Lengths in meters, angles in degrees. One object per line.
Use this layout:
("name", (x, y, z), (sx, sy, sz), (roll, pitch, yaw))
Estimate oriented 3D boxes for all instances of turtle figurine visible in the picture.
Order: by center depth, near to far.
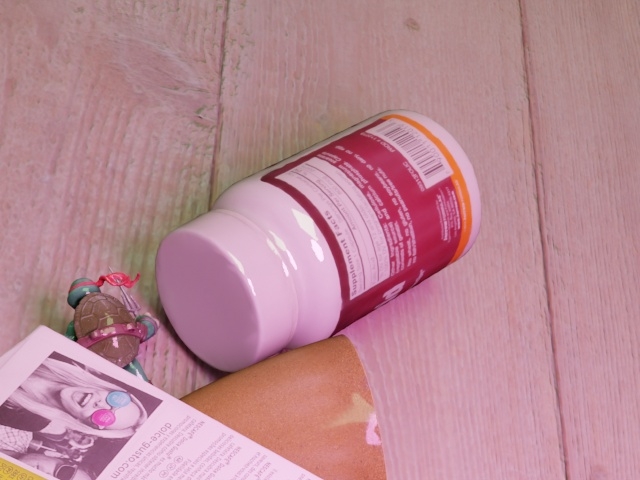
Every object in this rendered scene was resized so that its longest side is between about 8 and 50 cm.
("turtle figurine", (-0.257, 0.129, 1.947), (0.175, 0.118, 0.234), (-15, 66, -19))

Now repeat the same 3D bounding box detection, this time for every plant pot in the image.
("plant pot", (-0.076, 0.244, 1.859), (0.254, 0.237, 0.237), (-10, 53, -12))

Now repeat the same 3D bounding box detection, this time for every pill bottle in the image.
("pill bottle", (0.000, 0.000, 2.088), (0.392, 0.224, 0.224), (-28, 64, -38))

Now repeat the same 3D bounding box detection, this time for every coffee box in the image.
("coffee box", (-0.230, 0.351, 1.471), (0.334, 0.338, 0.338), (26, 39, 18))
